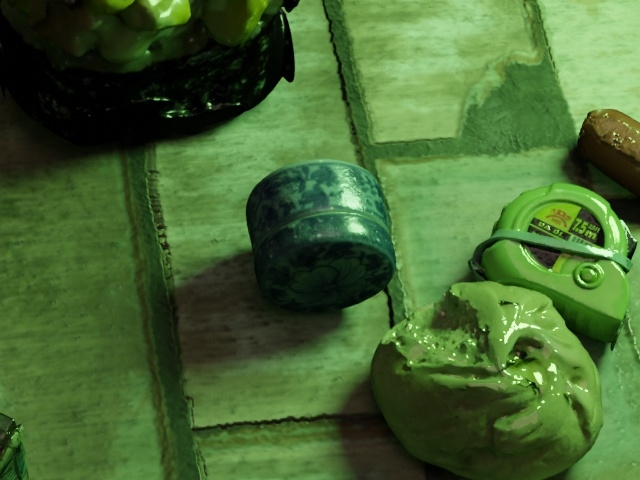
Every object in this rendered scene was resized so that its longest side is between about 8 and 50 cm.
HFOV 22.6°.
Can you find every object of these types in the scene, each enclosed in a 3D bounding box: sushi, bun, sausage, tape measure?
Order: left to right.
[{"bbox_3d":[-0.207,-0.297,1.750,0.328,0.285,0.329,-11,56,-14],"label":"sushi"},{"bbox_3d":[0.171,0.132,1.601,0.237,0.116,0.210,11,56,-2],"label":"bun"},{"bbox_3d":[0.255,0.017,1.708,0.177,0.087,0.154,22,68,10],"label":"tape measure"},{"bbox_3d":[0.352,-0.096,1.808,0.141,0.076,0.076,39,60,17],"label":"sausage"}]

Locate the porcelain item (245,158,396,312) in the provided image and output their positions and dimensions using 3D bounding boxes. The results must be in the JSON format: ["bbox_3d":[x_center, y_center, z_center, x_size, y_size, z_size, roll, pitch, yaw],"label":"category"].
[{"bbox_3d":[0.000,0.000,1.653,0.147,0.147,0.114,-4,58,-10],"label":"porcelain item"}]

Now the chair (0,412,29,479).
[{"bbox_3d":[-0.303,0.246,1.450,0.270,0.136,0.147,23,57,10],"label":"chair"}]
